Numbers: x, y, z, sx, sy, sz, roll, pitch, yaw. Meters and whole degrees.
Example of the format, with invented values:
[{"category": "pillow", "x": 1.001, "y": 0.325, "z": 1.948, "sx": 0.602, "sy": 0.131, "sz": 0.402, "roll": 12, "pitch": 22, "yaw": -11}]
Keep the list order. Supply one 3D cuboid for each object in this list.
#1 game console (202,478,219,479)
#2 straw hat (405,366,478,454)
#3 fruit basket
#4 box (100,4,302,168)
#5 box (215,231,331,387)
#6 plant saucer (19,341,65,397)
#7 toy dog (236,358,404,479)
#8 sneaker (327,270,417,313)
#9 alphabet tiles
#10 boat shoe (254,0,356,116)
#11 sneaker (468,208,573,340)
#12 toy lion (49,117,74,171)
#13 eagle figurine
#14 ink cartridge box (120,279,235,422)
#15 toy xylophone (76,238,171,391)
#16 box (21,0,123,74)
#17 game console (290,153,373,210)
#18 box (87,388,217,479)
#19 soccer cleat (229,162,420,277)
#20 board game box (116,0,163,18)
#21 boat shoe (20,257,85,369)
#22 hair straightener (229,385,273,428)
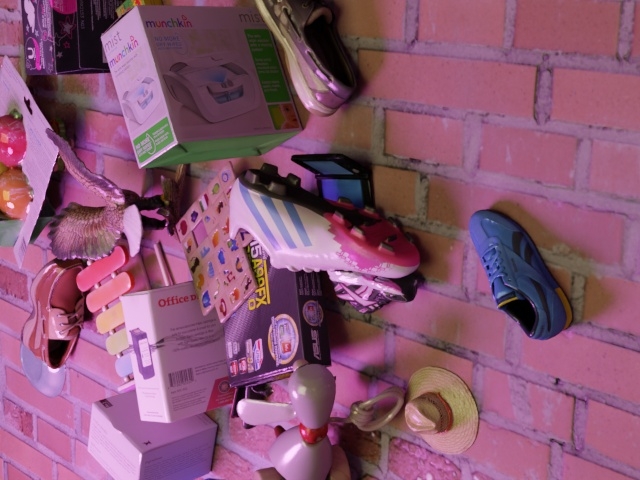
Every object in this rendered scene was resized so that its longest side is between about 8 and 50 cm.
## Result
[{"category": "game console", "x": -0.125, "y": 0.606, "z": 2.023, "sx": 0.293, "sy": 0.173, "sz": 0.250, "roll": -7, "pitch": 124, "yaw": 48}, {"category": "straw hat", "x": 0.162, "y": 0.262, "z": 1.611, "sx": 0.144, "sy": 0.061, "sz": 0.145, "roll": 12, "pitch": 106, "yaw": 46}, {"category": "fruit basket", "x": -0.661, "y": -0.171, "z": 2.349, "sx": 0.327, "sy": 0.165, "sz": 0.353, "roll": 51, "pitch": 125, "yaw": 34}, {"category": "box", "x": -0.191, "y": -0.252, "z": 1.738, "sx": 0.126, "sy": 0.262, "sz": 0.231, "roll": -24, "pitch": 79, "yaw": 46}, {"category": "box", "x": -0.084, "y": 0.099, "z": 1.806, "sx": 0.216, "sy": 0.060, "sz": 0.270, "roll": -22, "pitch": 70, "yaw": 48}, {"category": "plant saucer", "x": -0.669, "y": 0.281, "z": 2.536, "sx": 0.195, "sy": 0.037, "sz": 0.195, "roll": 12, "pitch": 106, "yaw": 45}, {"category": "toy dog", "x": -0.032, "y": 0.296, "z": 1.730, "sx": 0.334, "sy": 0.220, "sz": 0.161, "roll": -62, "pitch": 40, "yaw": 31}, {"category": "sneaker", "x": 0.086, "y": 0.079, "z": 1.663, "sx": 0.178, "sy": 0.072, "sz": 0.077, "roll": 14, "pitch": 121, "yaw": 53}, {"category": "alphabet tiles", "x": -0.175, "y": 0.013, "z": 1.872, "sx": 0.198, "sy": 0.009, "sz": 0.237, "roll": -46, "pitch": 54, "yaw": 37}, {"category": "boat shoe", "x": -0.021, "y": -0.336, "z": 1.660, "sx": 0.092, "sy": 0.102, "sz": 0.285, "roll": -27, "pitch": 82, "yaw": 42}, {"category": "sneaker", "x": 0.255, "y": 0.043, "z": 1.450, "sx": 0.209, "sy": 0.082, "sz": 0.069, "roll": 59, "pitch": 136, "yaw": 23}, {"category": "toy lion", "x": -0.574, "y": -0.213, "z": 2.335, "sx": 0.096, "sy": 0.034, "sz": 0.100, "roll": 52, "pitch": 132, "yaw": 36}, {"category": "eagle figurine", "x": -0.407, "y": -0.072, "z": 2.044, "sx": 0.225, "sy": 0.298, "sz": 0.226, "roll": 84, "pitch": -163, "yaw": -68}, {"category": "ink cartridge box", "x": -0.253, "y": 0.196, "z": 1.965, "sx": 0.100, "sy": 0.172, "sz": 0.237, "roll": -6, "pitch": 93, "yaw": 48}, {"category": "toy xylophone", "x": -0.381, "y": 0.131, "z": 2.158, "sx": 0.236, "sy": 0.081, "sz": 0.323, "roll": -39, "pitch": 70, "yaw": 44}, {"category": "box", "x": -0.481, "y": -0.448, "z": 2.083, "sx": 0.142, "sy": 0.163, "sz": 0.247, "roll": 12, "pitch": 106, "yaw": 49}, {"category": "game console", "x": 0.018, "y": -0.086, "z": 1.690, "sx": 0.122, "sy": 0.107, "sz": 0.071, "roll": 3, "pitch": 72, "yaw": 46}, {"category": "box", "x": -0.327, "y": 0.384, "z": 2.080, "sx": 0.181, "sy": 0.182, "sz": 0.119, "roll": 33, "pitch": 123, "yaw": 39}, {"category": "soccer cleat", "x": 0.000, "y": 0.000, "z": 1.661, "sx": 0.331, "sy": 0.116, "sz": 0.143, "roll": 27, "pitch": 117, "yaw": 22}, {"category": "board game box", "x": -0.319, "y": -0.372, "z": 2.012, "sx": 0.092, "sy": 0.043, "sz": 0.181, "roll": -28, "pitch": 78, "yaw": 46}, {"category": "boat shoe", "x": -0.564, "y": 0.161, "z": 2.349, "sx": 0.120, "sy": 0.122, "sz": 0.324, "roll": 49, "pitch": 138, "yaw": 22}, {"category": "hair straightener", "x": -0.103, "y": 0.240, "z": 1.916, "sx": 0.089, "sy": 0.047, "sz": 0.230, "roll": 33, "pitch": 117, "yaw": 38}]
